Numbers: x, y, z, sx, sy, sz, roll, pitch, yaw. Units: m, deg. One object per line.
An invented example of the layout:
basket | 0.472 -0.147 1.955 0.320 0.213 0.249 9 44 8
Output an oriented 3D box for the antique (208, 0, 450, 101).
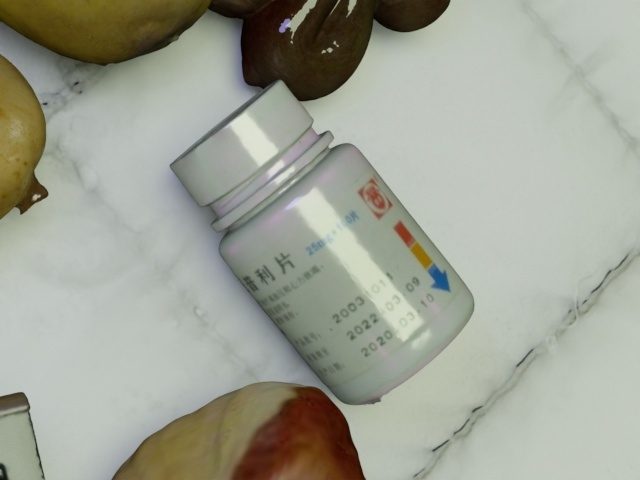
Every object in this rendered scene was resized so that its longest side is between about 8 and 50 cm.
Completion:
antique | 0.025 -0.239 1.404 0.257 0.121 0.143 -32 100 -22

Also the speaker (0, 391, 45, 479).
speaker | -0.349 0.227 1.144 0.231 0.192 0.153 -12 86 -21

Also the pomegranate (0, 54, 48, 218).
pomegranate | -0.325 -0.080 1.222 0.196 0.196 0.196 4 80 -20

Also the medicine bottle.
medicine bottle | 0.000 0.000 1.325 0.170 0.170 0.293 -40 97 -22

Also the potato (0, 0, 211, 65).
potato | -0.230 -0.294 1.188 0.290 0.397 0.296 -32 92 10

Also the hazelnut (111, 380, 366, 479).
hazelnut | -0.068 0.252 1.223 0.261 0.241 0.261 0 93 3
